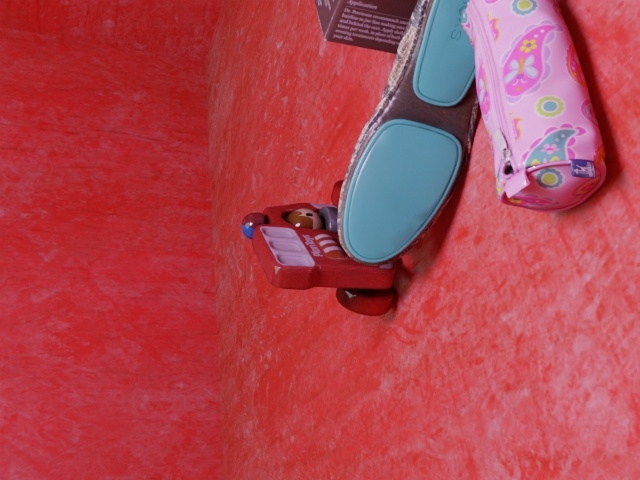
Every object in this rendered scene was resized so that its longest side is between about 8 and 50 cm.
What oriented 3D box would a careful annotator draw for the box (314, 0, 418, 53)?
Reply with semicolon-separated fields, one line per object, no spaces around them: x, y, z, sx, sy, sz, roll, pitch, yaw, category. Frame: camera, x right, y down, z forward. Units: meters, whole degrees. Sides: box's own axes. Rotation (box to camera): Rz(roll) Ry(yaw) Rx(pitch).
0.140;-0.473;1.019;0.381;0.191;0.143;121;147;-48;box

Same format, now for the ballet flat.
0.155;-0.197;1.019;0.182;0.164;0.482;-80;8;-70;ballet flat

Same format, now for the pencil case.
0.240;-0.171;0.791;0.124;0.124;0.284;132;139;-58;pencil case

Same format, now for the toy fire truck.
0.000;0.000;1.191;0.302;0.254;0.169;-124;44;-59;toy fire truck
